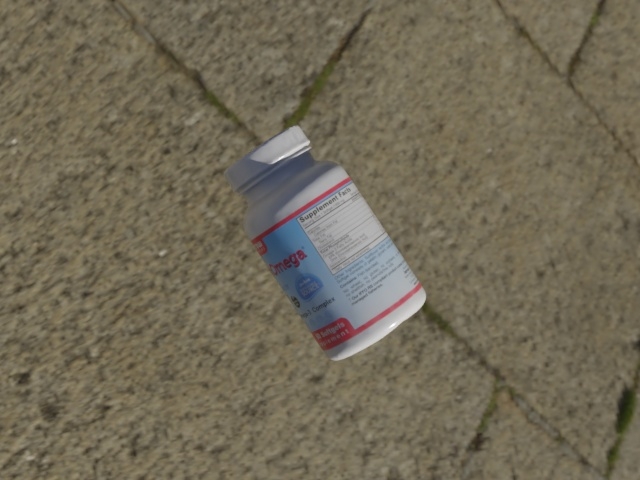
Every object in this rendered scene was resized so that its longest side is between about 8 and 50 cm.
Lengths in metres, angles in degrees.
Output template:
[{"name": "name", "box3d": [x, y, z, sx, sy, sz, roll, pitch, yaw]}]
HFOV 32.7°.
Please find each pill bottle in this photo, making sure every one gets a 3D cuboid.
[{"name": "pill bottle", "box3d": [0.000, 0.000, 0.795, 0.087, 0.087, 0.160, -35, 91, -42]}]
